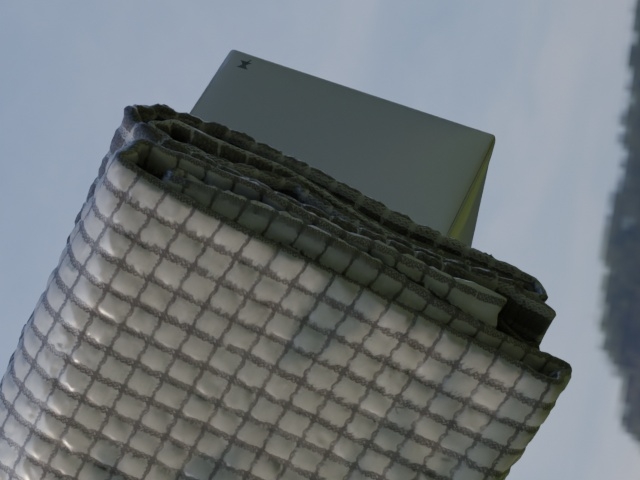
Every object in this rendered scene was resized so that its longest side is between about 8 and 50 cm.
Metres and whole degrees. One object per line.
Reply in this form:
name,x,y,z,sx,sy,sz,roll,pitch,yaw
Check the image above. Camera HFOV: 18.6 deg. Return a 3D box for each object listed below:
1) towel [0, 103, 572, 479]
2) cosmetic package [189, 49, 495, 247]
towel,-0.028,0.078,1.122,0.235,0.284,0.121,-61,10,23
cosmetic package,0.000,0.000,1.552,0.224,0.224,0.138,97,-164,-46
